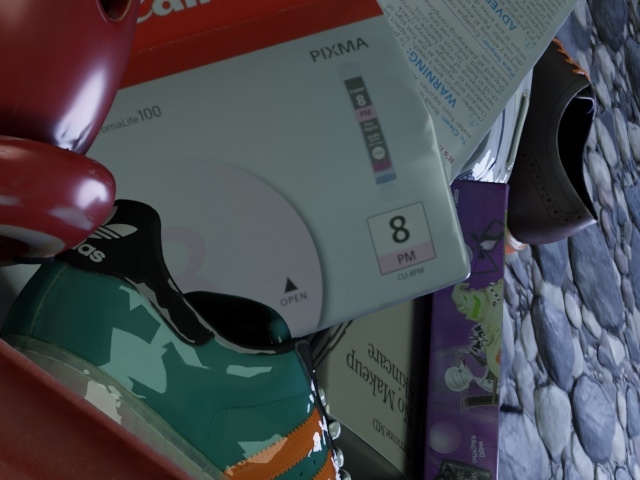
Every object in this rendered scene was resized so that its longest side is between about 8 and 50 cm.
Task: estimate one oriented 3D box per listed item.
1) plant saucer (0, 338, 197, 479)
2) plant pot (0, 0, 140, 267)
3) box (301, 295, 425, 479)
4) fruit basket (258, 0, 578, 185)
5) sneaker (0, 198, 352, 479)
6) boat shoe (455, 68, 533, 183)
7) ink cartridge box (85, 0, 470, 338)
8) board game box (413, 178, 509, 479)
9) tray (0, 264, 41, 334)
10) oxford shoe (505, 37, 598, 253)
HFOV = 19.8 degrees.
[{"bbox_3d":[-0.141,0.152,0.606,0.259,0.048,0.258,43,43,-44],"label":"plant saucer"},{"bbox_3d":[-0.157,-0.081,0.676,0.191,0.191,0.174,16,69,-60],"label":"plant pot"},{"bbox_3d":[0.000,0.000,1.043,0.113,0.094,0.275,43,44,-50],"label":"box"},{"bbox_3d":[0.035,-0.244,1.037,0.327,0.165,0.353,47,57,-15],"label":"fruit basket"},{"bbox_3d":[-0.030,0.098,0.846,0.302,0.108,0.121,49,61,-43],"label":"sneaker"},{"bbox_3d":[0.114,-0.156,1.317,0.088,0.096,0.267,35,51,-58],"label":"boat shoe"},{"bbox_3d":[-0.045,-0.064,0.901,0.066,0.189,0.232,-148,-138,-71],"label":"ink cartridge box"},{"bbox_3d":[0.072,0.163,1.070,0.208,0.056,0.346,104,-7,-61],"label":"board game box"},{"bbox_3d":[-0.135,0.079,0.832,0.270,0.030,0.145,64,32,-26],"label":"tray"},{"bbox_3d":[0.163,-0.126,1.390,0.097,0.098,0.271,19,64,-59],"label":"oxford shoe"}]
